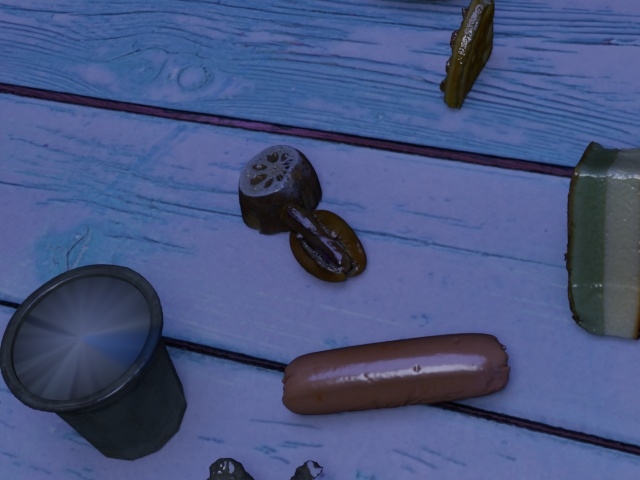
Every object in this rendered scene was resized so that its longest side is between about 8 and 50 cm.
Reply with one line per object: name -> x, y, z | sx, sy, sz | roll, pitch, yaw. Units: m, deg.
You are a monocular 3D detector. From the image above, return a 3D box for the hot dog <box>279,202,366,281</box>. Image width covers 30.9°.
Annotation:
hot dog -> 0.002, -0.001, 1.610 | 0.090, 0.060, 0.140 | -31, 59, -8

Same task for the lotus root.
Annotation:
lotus root -> -0.066, -0.075, 1.686 | 0.112, 0.081, 0.122 | 9, 56, 30

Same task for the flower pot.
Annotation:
flower pot -> -0.272, 0.166, 1.474 | 0.212, 0.203, 0.212 | -7, 54, 10

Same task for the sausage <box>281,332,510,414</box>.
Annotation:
sausage -> 0.093, 0.167, 1.452 | 0.289, 0.086, 0.086 | -9, 52, 10

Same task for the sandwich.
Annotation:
sandwich -> 0.383, -0.007, 1.496 | 0.108, 0.220, 0.186 | 4, 19, 21

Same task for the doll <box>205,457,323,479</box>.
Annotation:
doll -> -0.022, 0.348, 1.346 | 0.285, 0.091, 0.203 | -8, 85, 23

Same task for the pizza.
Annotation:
pizza -> 0.221, -0.284, 1.745 | 0.046, 0.134, 0.175 | 21, 98, 17
